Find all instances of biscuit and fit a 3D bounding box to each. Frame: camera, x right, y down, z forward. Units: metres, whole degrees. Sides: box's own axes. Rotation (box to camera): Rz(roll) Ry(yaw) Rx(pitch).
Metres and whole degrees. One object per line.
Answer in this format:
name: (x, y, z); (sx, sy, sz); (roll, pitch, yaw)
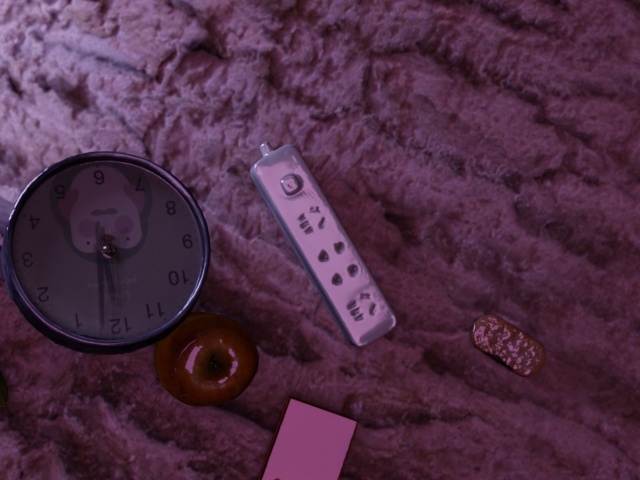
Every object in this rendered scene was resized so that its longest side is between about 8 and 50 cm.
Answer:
biscuit: (0.330, 0.185, 1.667); (0.147, 0.018, 0.071); (32, 84, -4)

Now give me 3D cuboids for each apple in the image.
apple: (-0.190, 0.188, 1.551); (0.163, 0.147, 0.146); (-11, 95, -19)

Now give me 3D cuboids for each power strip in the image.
power strip: (0.000, 0.000, 1.610); (0.091, 0.062, 0.385); (-31, 93, -9)

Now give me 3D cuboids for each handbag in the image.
handbag: (-0.028, 0.374, 1.607); (0.127, 0.063, 0.190); (20, 83, -6)

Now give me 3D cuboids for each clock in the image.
clock: (-0.326, 0.016, 1.465); (0.319, 0.066, 0.318); (4, 76, -16)

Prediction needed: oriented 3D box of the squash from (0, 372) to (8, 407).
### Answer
squash: (-0.582, 0.160, 1.542); (0.069, 0.069, 0.258); (-24, 91, -6)

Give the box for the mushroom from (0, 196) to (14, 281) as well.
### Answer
mushroom: (-0.480, -0.012, 1.528); (0.397, 0.126, 0.177); (18, 65, -7)
